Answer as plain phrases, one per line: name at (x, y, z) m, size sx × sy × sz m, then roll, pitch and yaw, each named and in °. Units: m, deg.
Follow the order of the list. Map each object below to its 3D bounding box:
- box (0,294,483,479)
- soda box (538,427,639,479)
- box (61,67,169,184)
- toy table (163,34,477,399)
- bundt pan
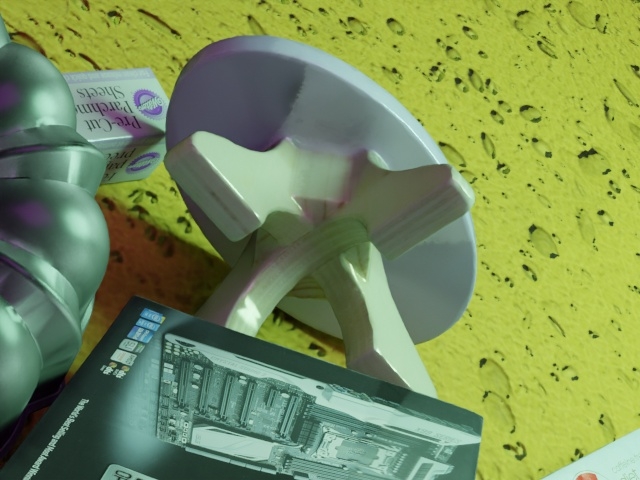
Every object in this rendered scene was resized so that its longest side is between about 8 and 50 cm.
box at (-0.041, 0.153, 0.891) m, size 0.243 × 0.076 × 0.307 m, roll 19°, pitch 20°, yaw 4°
soda box at (0.208, 0.203, 1.202) m, size 0.216 × 0.069 × 0.074 m, roll -15°, pitch 65°, yaw -48°
box at (-0.237, -0.067, 1.066) m, size 0.324 × 0.063 × 0.067 m, roll -9°, pitch 63°, yaw -45°
toy table at (0.000, 0.000, 1.086) m, size 0.274 × 0.252 × 0.161 m, roll 37°, pitch 26°, yaw -16°
bundt pan at (-0.261, -0.018, 0.872) m, size 0.331 × 0.124 × 0.330 m, roll 10°, pitch 68°, yaw -25°
